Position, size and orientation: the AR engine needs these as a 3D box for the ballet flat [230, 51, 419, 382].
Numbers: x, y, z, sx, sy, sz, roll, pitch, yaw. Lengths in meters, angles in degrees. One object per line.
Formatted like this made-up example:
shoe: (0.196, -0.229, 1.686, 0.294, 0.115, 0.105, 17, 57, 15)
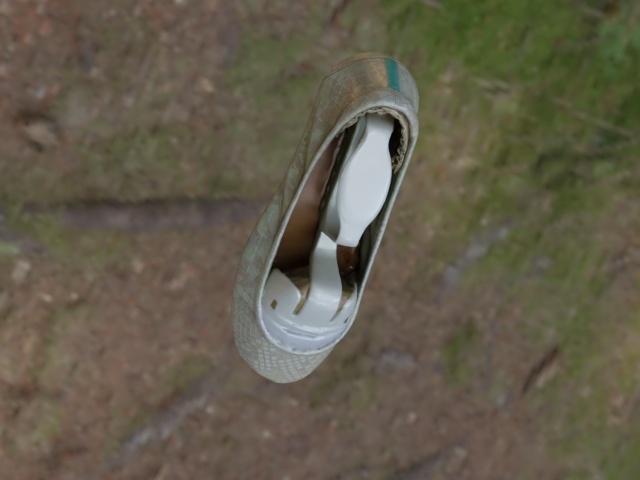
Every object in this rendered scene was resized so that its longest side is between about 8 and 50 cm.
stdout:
ballet flat: (0.000, 0.000, 0.765, 0.052, 0.057, 0.168, -106, -151, -58)
